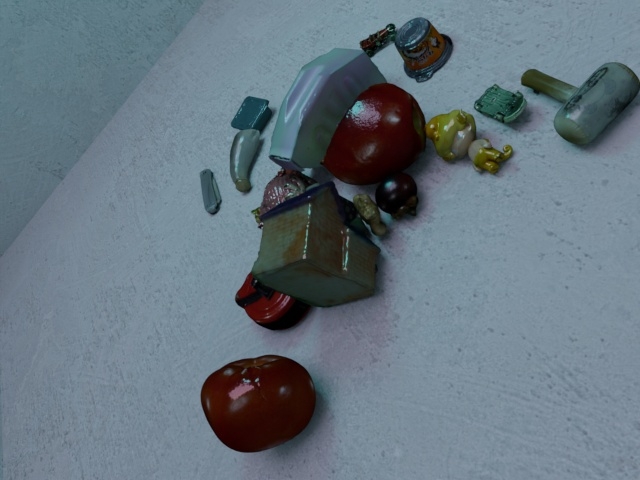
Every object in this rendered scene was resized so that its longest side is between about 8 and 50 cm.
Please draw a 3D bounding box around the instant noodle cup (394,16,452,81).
[{"bbox_3d":[0.322,-0.638,1.706,0.178,0.126,0.208,-22,52,29],"label":"instant noodle cup"}]

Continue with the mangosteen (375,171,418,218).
[{"bbox_3d":[0.222,-0.121,1.482,0.140,0.140,0.140,-22,52,30],"label":"mangosteen"}]

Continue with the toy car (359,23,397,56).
[{"bbox_3d":[0.212,-0.733,1.916,0.143,0.054,0.073,-25,51,29],"label":"toy car"}]

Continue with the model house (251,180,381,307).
[{"bbox_3d":[0.000,0.000,1.452,0.245,0.312,0.279,-22,53,38],"label":"model house"}]

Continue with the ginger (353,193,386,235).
[{"bbox_3d":[0.134,-0.092,1.517,0.059,0.133,0.214,-31,38,6],"label":"ginger"}]

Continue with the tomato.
[{"bbox_3d":[-0.158,0.424,1.373,0.299,0.299,0.226,-12,90,36],"label":"tomato"}]

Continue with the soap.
[{"bbox_3d":[0.013,-0.419,1.741,0.156,0.261,0.446,25,81,44],"label":"soap"}]

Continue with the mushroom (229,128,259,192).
[{"bbox_3d":[-0.309,-0.313,2.087,0.118,0.103,0.269,-11,68,44],"label":"mushroom"}]

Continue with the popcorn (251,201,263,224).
[{"bbox_3d":[-0.188,-0.091,1.844,0.109,0.089,0.096,41,107,51],"label":"popcorn"}]

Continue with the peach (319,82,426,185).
[{"bbox_3d":[0.142,-0.306,1.561,0.339,0.281,0.280,-12,57,36],"label":"peach"}]

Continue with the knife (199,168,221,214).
[{"bbox_3d":[-0.460,-0.210,2.191,0.073,0.040,0.265,-31,46,9],"label":"knife"}]

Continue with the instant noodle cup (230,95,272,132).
[{"bbox_3d":[-0.283,-0.518,2.205,0.179,0.070,0.157,27,85,46],"label":"instant noodle cup"}]

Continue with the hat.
[{"bbox_3d":[-0.103,-0.160,1.778,0.237,0.107,0.286,-10,49,2],"label":"hat"}]

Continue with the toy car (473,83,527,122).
[{"bbox_3d":[0.492,-0.366,1.435,0.093,0.058,0.186,-47,31,8],"label":"toy car"}]

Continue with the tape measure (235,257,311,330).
[{"bbox_3d":[-0.131,0.145,1.619,0.260,0.114,0.253,28,85,47],"label":"tape measure"}]

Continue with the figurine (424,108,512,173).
[{"bbox_3d":[0.392,-0.271,1.428,0.246,0.131,0.156,47,139,32],"label":"figurine"}]

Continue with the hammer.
[{"bbox_3d":[0.607,-0.367,1.308,0.202,0.113,0.305,-45,38,5],"label":"hammer"}]

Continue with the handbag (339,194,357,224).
[{"bbox_3d":[0.033,-0.079,1.637,0.139,0.115,0.072,-28,47,49],"label":"handbag"}]
